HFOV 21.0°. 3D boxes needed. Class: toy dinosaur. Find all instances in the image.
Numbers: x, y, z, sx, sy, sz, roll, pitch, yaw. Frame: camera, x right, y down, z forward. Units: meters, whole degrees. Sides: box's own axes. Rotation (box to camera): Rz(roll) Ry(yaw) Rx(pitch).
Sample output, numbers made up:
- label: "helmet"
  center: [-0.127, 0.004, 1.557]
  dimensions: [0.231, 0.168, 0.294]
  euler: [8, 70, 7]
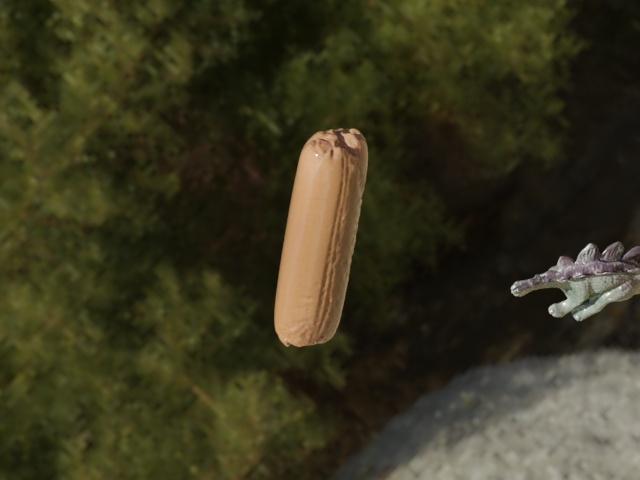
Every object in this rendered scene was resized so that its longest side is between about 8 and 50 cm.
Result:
- label: "toy dinosaur"
  center: [0.239, 0.032, 1.398]
  dimensions: [0.209, 0.039, 0.082]
  euler: [-2, -26, -37]

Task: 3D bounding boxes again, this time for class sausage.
- label: "sausage"
  center: [-0.001, 0.001, 2.041]
  dimensions: [0.086, 0.086, 0.289]
  euler: [-40, -33, -53]
